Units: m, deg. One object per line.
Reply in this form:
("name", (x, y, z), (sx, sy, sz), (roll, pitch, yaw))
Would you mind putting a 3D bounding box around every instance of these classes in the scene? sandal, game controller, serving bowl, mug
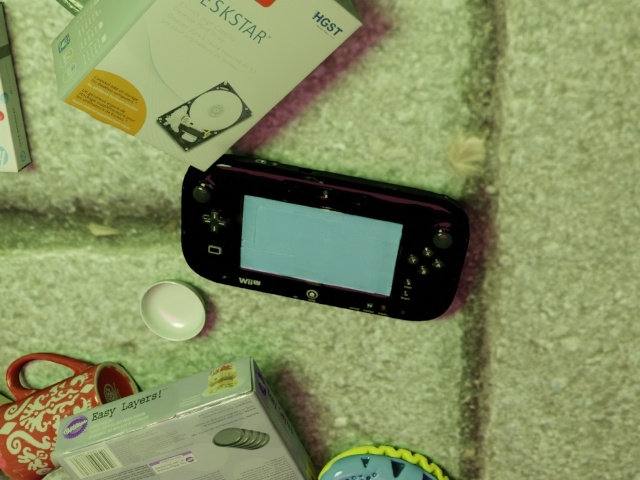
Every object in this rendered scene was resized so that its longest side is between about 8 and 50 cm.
("sandal", (0.139, 0.373, 1.010), (0.317, 0.138, 0.126), (27, 119, -1))
("game controller", (0.000, 0.000, 0.895), (0.319, 0.067, 0.166), (11, 117, 5))
("serving bowl", (-0.179, 0.082, 0.986), (0.083, 0.027, 0.083), (4, 116, 8))
("mug", (-0.337, 0.218, 1.036), (0.169, 0.113, 0.150), (-27, 110, 17))

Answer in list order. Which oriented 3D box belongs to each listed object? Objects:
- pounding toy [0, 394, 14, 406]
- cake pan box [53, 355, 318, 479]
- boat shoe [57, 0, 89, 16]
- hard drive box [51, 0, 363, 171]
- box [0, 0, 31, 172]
("pounding toy", (-0.504, 0.247, 1.097), (0.141, 0.100, 0.130), (-38, 118, 26))
("cake pan box", (-0.160, 0.282, 0.999), (0.267, 0.070, 0.246), (-20, 125, 7))
("boat shoe", (-0.289, -0.332, 0.768), (0.116, 0.099, 0.319), (-28, 108, 20))
("hard drive box", (-0.110, -0.197, 0.761), (0.232, 0.089, 0.181), (-40, 139, 24))
("box", (-0.415, -0.172, 0.902), (0.145, 0.038, 0.186), (4, 117, 9))
